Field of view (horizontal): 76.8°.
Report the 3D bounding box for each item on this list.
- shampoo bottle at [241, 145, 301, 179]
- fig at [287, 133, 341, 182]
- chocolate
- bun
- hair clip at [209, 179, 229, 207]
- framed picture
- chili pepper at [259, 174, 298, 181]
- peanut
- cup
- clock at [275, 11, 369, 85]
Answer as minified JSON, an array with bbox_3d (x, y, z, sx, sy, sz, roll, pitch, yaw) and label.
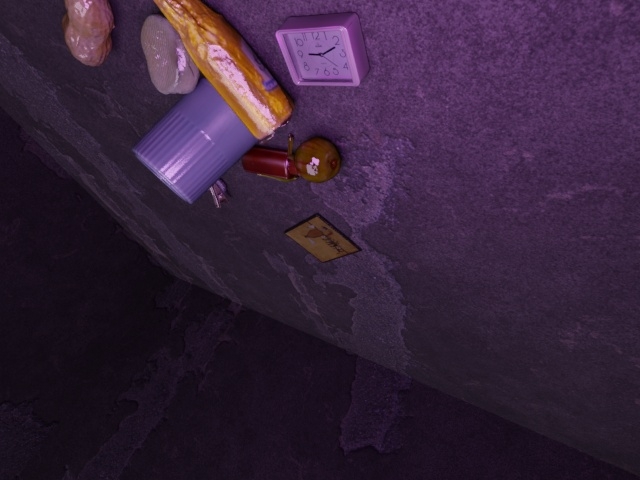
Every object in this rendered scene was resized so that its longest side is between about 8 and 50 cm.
[{"bbox_3d":[-0.160,-0.273,1.423,0.259,0.064,0.102,15,118,29],"label":"shampoo bottle"},{"bbox_3d":[-0.034,-0.251,1.253,0.186,0.142,0.148,1,117,25],"label":"fig"},{"bbox_3d":[-0.255,-0.474,1.076,0.162,0.162,0.445,-5,135,51],"label":"chocolate"},{"bbox_3d":[-0.421,-0.535,1.161,0.221,0.108,0.222,22,124,35],"label":"bun"},{"bbox_3d":[-0.491,-0.265,1.792,0.106,0.085,0.292,10,143,26],"label":"hair clip"},{"bbox_3d":[0.000,0.000,1.811,0.255,0.014,0.338,39,153,-17],"label":"framed picture"},{"bbox_3d":[-0.151,-0.245,1.492,0.201,0.052,0.050,16,151,29],"label":"chili pepper"},{"bbox_3d":[-0.720,-0.671,1.249,0.149,0.149,0.313,39,153,-17],"label":"peanut"},{"bbox_3d":[-0.417,-0.323,1.288,0.331,0.311,0.257,36,168,23],"label":"cup"},{"bbox_3d":[0.006,-0.445,0.958,0.197,0.063,0.150,14,149,30],"label":"clock"}]
